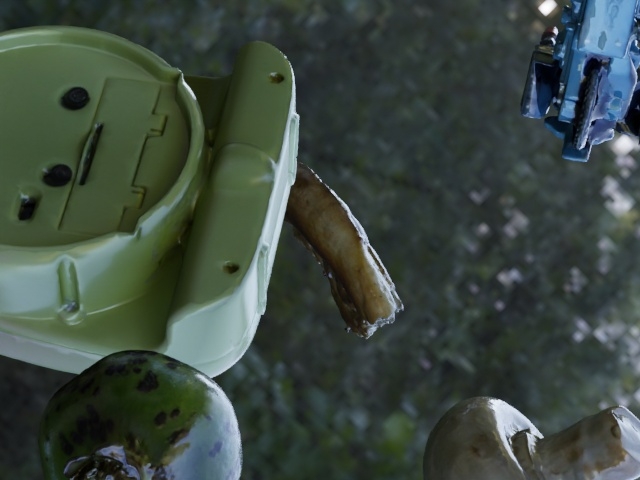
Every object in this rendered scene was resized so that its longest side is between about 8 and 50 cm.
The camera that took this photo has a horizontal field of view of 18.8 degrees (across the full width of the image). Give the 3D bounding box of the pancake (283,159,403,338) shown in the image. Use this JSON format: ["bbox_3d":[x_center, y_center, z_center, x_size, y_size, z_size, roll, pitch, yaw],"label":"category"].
[{"bbox_3d":[0.001,0.000,1.884,0.056,0.212,0.257,-29,177,-13],"label":"pancake"}]

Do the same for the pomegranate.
[{"bbox_3d":[-0.109,0.127,1.104,0.122,0.122,0.161,-41,180,18],"label":"pomegranate"}]

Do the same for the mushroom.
[{"bbox_3d":[0.193,0.225,1.823,0.206,0.206,0.209,-76,-169,-57],"label":"mushroom"}]

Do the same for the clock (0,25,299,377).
[{"bbox_3d":[-0.200,-0.044,1.468,0.117,0.348,0.286,94,6,-51],"label":"clock"}]

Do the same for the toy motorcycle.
[{"bbox_3d":[0.225,-0.203,1.497,0.182,0.123,0.272,-71,172,-61],"label":"toy motorcycle"}]
